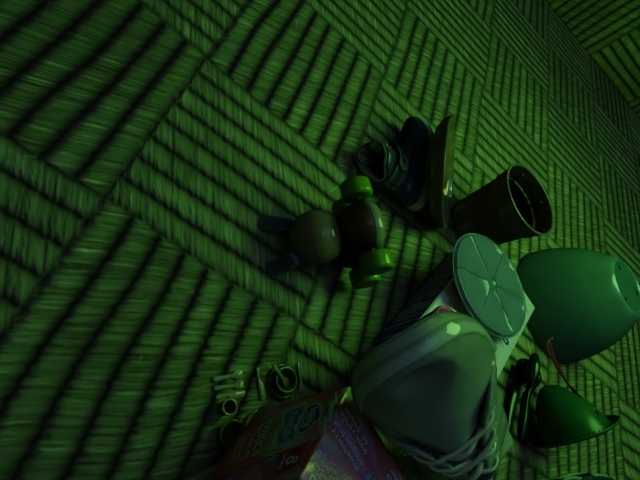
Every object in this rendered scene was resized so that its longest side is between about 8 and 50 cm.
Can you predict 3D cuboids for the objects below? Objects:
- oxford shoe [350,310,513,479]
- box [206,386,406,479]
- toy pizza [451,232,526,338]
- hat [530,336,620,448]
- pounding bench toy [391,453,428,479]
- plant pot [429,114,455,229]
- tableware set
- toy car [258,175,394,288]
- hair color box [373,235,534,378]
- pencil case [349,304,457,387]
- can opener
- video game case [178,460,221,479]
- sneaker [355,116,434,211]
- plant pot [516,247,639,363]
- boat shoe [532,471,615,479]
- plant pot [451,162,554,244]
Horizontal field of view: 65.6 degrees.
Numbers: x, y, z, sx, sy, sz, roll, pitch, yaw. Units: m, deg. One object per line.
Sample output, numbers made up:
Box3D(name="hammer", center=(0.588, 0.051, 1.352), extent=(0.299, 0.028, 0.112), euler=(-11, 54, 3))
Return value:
Box3D(name="oxford shoe", center=(0.156, 0.214, 0.594), extent=(0.130, 0.169, 0.449), euler=(63, 2, 38))
Box3D(name="box", center=(0.024, 0.342, 0.576), extent=(0.300, 0.154, 0.142), euler=(61, 32, -10))
Box3D(name="toy pizza", center=(0.303, 0.082, 0.908), extent=(0.201, 0.032, 0.201), euler=(19, 56, -31))
Box3D(name="hat", center=(0.474, 0.303, 1.018), extent=(0.173, 0.208, 0.183), euler=(-19, 72, -1))
Box3D(name="pounding bench toy", center=(0.117, 0.367, 0.740), extent=(0.052, 0.065, 0.083), euler=(43, 48, -16))
Box3D(name="plant pot", center=(0.254, -0.142, 1.039), extent=(0.236, 0.032, 0.236), euler=(4, 90, -71))
Box3D(name="tableware set", center=(-0.072, 0.223, 0.677), extent=(0.154, 0.024, 0.104), euler=(3, 69, -40))
Box3D(name="toy car", center=(0.000, 0.000, 0.800), extent=(0.188, 0.149, 0.155), euler=(-9, 71, -13))
Box3D(name="hair color box", center=(0.264, 0.155, 0.935), extent=(0.339, 0.110, 0.185), euler=(-37, 93, -42))
Box3D(name="pencil case", center=(0.139, 0.187, 0.744), extent=(0.098, 0.209, 0.095), euler=(50, 41, 12))
Box3D(name="can opener", center=(0.409, 0.319, 1.020), extent=(0.186, 0.059, 0.073), euler=(-58, 137, -30))
Box3D(name="video game case", center=(-0.166, 0.421, 0.497), extent=(0.329, 0.036, 0.300), euler=(-7, 75, -42))
Box3D(name="sneaker", center=(0.154, -0.191, 1.016), extent=(0.163, 0.086, 0.226), euler=(25, 57, -33))
Box3D(name="plant pot", center=(0.646, 0.136, 1.204), extent=(0.290, 0.195, 0.290), euler=(18, 60, -33))
Box3D(name="boat shoe", center=(0.487, 0.513, 0.965), extent=(0.302, 0.091, 0.114), euler=(-1, 71, -41))
Box3D(name="plant pot", center=(0.396, -0.062, 1.105), extent=(0.167, 0.165, 0.167), euler=(17, 61, -33))
